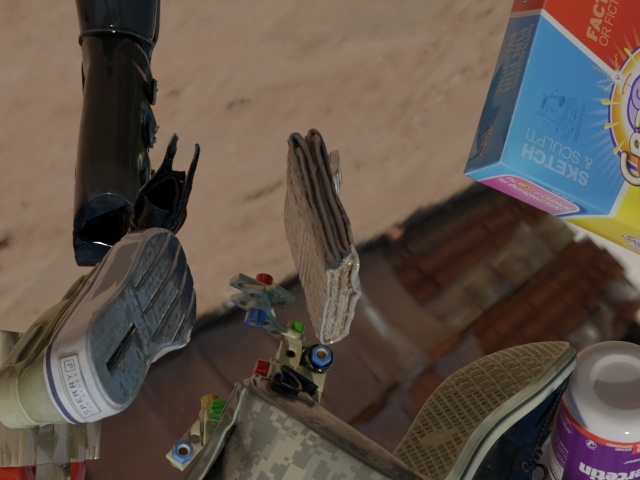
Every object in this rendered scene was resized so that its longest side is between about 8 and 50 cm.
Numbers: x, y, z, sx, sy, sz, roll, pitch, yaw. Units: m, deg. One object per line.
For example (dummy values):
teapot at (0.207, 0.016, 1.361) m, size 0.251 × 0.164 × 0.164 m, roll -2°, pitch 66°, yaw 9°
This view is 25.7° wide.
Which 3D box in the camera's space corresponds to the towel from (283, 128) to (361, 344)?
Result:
towel at (0.000, 0.000, 1.696) m, size 0.049 × 0.187 × 0.282 m, roll -13°, pitch 160°, yaw -8°

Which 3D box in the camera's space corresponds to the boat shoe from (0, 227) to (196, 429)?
boat shoe at (-0.179, 0.065, 1.144) m, size 0.094 × 0.109 × 0.302 m, roll -14°, pitch -168°, yaw 13°

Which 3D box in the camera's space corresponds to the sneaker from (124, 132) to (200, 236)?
sneaker at (-0.166, -0.014, 1.351) m, size 0.170 × 0.051 × 0.089 m, roll -62°, pitch 174°, yaw -24°

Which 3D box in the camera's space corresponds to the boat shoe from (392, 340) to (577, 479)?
boat shoe at (0.232, 0.308, 2.028) m, size 0.187 × 0.156 × 0.500 m, roll -8°, pitch -155°, yaw 40°

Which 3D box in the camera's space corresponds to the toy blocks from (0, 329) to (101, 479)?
toy blocks at (-0.349, 0.239, 1.594) m, size 0.191 × 0.260 × 0.381 m, roll -1°, pitch 173°, yaw 13°

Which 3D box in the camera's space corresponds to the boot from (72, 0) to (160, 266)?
boot at (-0.307, -0.230, 2.005) m, size 0.146 × 0.445 × 0.367 m, roll 0°, pitch 149°, yaw 5°

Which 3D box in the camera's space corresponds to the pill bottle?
pill bottle at (0.469, 0.321, 2.287) m, size 0.181 × 0.181 × 0.323 m, roll -37°, pitch 148°, yaw -26°

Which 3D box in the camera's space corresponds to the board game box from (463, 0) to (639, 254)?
board game box at (0.308, -0.113, 1.301) m, size 0.064 × 0.317 × 0.242 m, roll -16°, pitch -126°, yaw 65°

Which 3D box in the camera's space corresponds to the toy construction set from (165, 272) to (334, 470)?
toy construction set at (-0.097, 0.220, 2.180) m, size 0.151 × 0.215 × 0.327 m, roll 129°, pitch -23°, yaw -74°

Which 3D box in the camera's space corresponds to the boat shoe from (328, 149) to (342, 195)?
boat shoe at (0.007, -0.092, 1.922) m, size 0.040 × 0.049 × 0.142 m, roll -5°, pitch -163°, yaw 5°

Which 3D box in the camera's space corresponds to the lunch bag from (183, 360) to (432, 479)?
lunch bag at (-0.024, 0.284, 1.127) m, size 0.305 × 0.256 × 0.212 m, roll -57°, pitch -168°, yaw -4°
